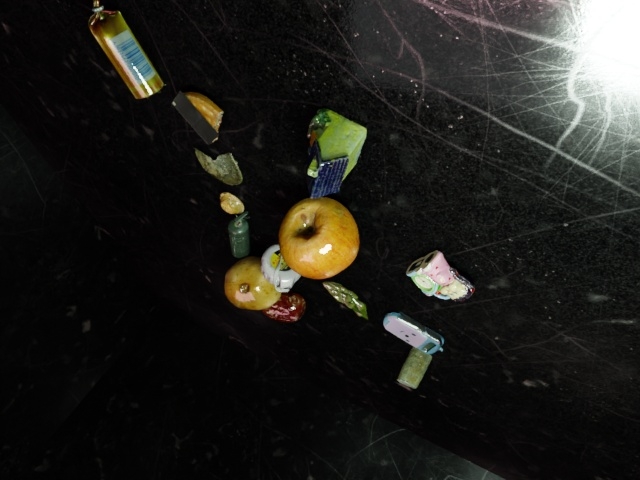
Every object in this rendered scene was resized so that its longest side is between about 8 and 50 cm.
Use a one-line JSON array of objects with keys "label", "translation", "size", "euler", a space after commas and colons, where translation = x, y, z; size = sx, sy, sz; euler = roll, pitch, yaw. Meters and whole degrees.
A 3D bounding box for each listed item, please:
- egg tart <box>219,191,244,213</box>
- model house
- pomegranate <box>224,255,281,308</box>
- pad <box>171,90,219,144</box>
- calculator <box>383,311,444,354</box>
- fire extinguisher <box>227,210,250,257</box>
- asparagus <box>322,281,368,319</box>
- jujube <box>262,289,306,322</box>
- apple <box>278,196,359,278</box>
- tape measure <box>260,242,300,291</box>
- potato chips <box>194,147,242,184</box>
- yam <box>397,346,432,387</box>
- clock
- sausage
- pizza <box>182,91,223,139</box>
[{"label": "egg tart", "translation": [-0.398, -0.159, 1.977], "size": [0.128, 0.049, 0.129], "euler": [23, 147, 16]}, {"label": "model house", "translation": [0.006, -0.239, 1.319], "size": [0.170, 0.211, 0.194], "euler": [30, 151, 4]}, {"label": "pomegranate", "translation": [-0.329, 0.210, 2.184], "size": [0.307, 0.307, 0.307], "euler": [24, 148, 16]}, {"label": "pad", "translation": [-0.443, -0.429, 1.579], "size": [0.193, 0.004, 0.116], "euler": [50, 151, -16]}, {"label": "calculator", "translation": [0.416, 0.415, 2.000], "size": [0.293, 0.051, 0.173], "euler": [30, 148, 7]}, {"label": "fire extinguisher", "translation": [-0.375, -0.029, 2.093], "size": [0.095, 0.114, 0.311], "euler": [58, 161, 23]}, {"label": "asparagus", "translation": [0.125, 0.263, 2.045], "size": [0.287, 0.080, 0.080], "euler": [34, 151, -16]}, {"label": "jujube", "translation": [-0.203, 0.339, 2.364], "size": [0.243, 0.183, 0.183], "euler": [17, 146, 14]}, {"label": "apple", "translation": [0.000, 0.000, 1.595], "size": [0.299, 0.299, 0.275], "euler": [8, 156, 37]}, {"label": "tape measure", "translation": [-0.159, 0.103, 1.949], "size": [0.197, 0.236, 0.120], "euler": [35, 149, 12]}, {"label": "potato chips", "translation": [-0.413, -0.304, 1.807], "size": [0.219, 0.029, 0.202], "euler": [25, 151, 12]}, {"label": "yam", "translation": [0.440, 0.606, 2.106], "size": [0.107, 0.194, 0.107], "euler": [26, 146, 19]}, {"label": "clock", "translation": [0.421, 0.137, 1.561], "size": [0.195, 0.100, 0.194], "euler": [40, 153, -4]}, {"label": "sausage", "translation": [-0.660, -0.636, 1.493], "size": [0.125, 0.117, 0.317], "euler": [-4, 133, 27]}, {"label": "pizza", "translation": [-0.404, -0.440, 1.581], "size": [0.201, 0.053, 0.193], "euler": [30, 150, 18]}]
